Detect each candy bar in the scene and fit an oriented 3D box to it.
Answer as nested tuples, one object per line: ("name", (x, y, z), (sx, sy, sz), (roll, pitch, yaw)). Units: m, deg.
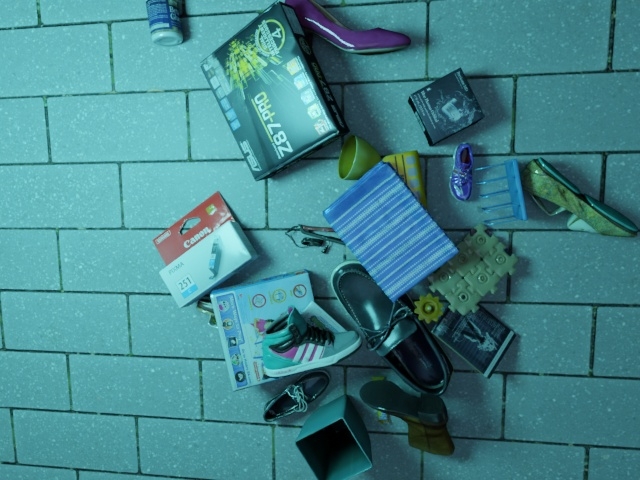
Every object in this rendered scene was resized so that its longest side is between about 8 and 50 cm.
("candy bar", (0.195, 0.514, 1.461), (0.040, 0.018, 0.162), (-7, 95, 9))

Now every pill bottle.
("pill bottle", (-0.476, -0.690, 1.371), (0.094, 0.094, 0.170), (-7, 96, 9))

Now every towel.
("towel", (0.194, -0.025, 1.272), (0.243, 0.040, 0.336), (-39, 90, 10))

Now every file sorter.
("file sorter", (0.508, -0.135, 1.288), (0.104, 0.118, 0.171), (-12, 95, 13))

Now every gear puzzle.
("gear puzzle", (0.413, 0.121, 1.331), (0.339, 0.044, 0.175), (-43, 81, -5))

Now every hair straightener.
("hair straightener", (0.000, 0.000, 1.411), (0.230, 0.047, 0.089), (6, 97, 8))

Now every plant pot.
("plant pot", (0.053, 0.584, 1.379), (0.165, 0.234, 0.166), (-31, 92, 11))
("plant pot", (0.121, -0.236, 1.335), (0.095, 0.134, 0.135), (10, 99, -19))

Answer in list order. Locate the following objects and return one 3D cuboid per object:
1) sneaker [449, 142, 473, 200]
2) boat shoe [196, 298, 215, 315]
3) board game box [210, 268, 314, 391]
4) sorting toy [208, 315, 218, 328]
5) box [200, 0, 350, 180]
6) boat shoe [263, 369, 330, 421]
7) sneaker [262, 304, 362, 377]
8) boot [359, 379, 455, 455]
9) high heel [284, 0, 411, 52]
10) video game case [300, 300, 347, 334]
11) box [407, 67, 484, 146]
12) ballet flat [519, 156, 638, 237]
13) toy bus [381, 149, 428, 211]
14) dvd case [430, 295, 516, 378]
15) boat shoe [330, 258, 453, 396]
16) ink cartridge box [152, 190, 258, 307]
("sneaker", (0.412, -0.199, 1.316), (0.068, 0.071, 0.170), (-2, 97, 8))
("boat shoe", (-0.297, 0.216, 1.470), (0.206, 0.073, 0.073), (15, 99, -1))
("board game box", (-0.156, 0.272, 1.405), (0.301, 0.086, 0.309), (-12, 95, -8))
("sorting toy", (-0.330, 0.268, 1.477), (0.083, 0.075, 0.045), (16, 99, 6))
("box", (-0.137, -0.418, 1.316), (0.318, 0.097, 0.395), (-23, 93, 31))
("boat shoe", (-0.080, 0.507, 1.468), (0.254, 0.079, 0.095), (-30, 92, 10))
("sneaker", (-0.037, 0.266, 1.303), (0.295, 0.124, 0.179), (-15, 105, -5))
("boot", (0.267, 0.545, 1.385), (0.263, 0.096, 0.281), (-1, 133, 21))
("high heel", (0.071, -0.624, 1.279), (0.376, 0.127, 0.182), (6, 108, 11))
("video game case", (-0.014, 0.286, 1.373), (0.157, 0.019, 0.143), (42, 87, -9))
("box", (0.355, -0.377, 1.292), (0.158, 0.093, 0.156), (-27, 92, 9))
("ballet flat", (0.710, -0.097, 1.275), (0.348, 0.123, 0.123), (36, 100, 2))
("toy bus", (0.247, -0.087, 1.335), (0.130, 0.108, 0.333), (-10, 95, 8))
("dvd case", (0.460, 0.279, 1.357), (0.221, 0.018, 0.165), (39, 74, 0))
("boat shoe", (0.218, 0.261, 1.359), (0.186, 0.156, 0.500), (-40, 89, 12))
("ink cartridge box", (-0.386, 0.026, 1.436), (0.296, 0.066, 0.261), (-35, 80, 11))
